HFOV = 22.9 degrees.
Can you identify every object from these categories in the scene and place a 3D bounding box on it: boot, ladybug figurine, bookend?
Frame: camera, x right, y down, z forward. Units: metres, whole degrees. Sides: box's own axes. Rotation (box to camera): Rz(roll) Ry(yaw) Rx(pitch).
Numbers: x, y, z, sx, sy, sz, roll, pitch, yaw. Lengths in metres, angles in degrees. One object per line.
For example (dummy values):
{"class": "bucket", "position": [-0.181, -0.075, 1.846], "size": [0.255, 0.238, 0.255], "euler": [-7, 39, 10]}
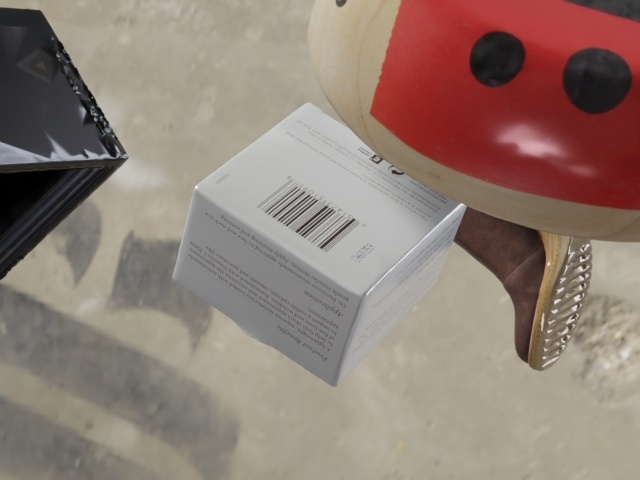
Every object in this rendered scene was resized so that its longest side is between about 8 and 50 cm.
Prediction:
{"class": "boot", "position": [0.167, -0.006, 1.597], "size": [0.207, 0.248, 0.090], "euler": [11, 10, 33]}
{"class": "ladybug figurine", "position": [0.206, -0.161, 1.342], "size": [0.449, 0.162, 0.305], "euler": [19, 58, 9]}
{"class": "bookend", "position": [-0.180, -0.011, 0.564], "size": [0.157, 0.156, 0.072], "euler": [-7, 62, -59]}

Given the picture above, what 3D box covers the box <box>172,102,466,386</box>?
{"class": "box", "position": [0.000, 0.000, 1.392], "size": [0.181, 0.119, 0.182], "euler": [33, 44, 16]}
